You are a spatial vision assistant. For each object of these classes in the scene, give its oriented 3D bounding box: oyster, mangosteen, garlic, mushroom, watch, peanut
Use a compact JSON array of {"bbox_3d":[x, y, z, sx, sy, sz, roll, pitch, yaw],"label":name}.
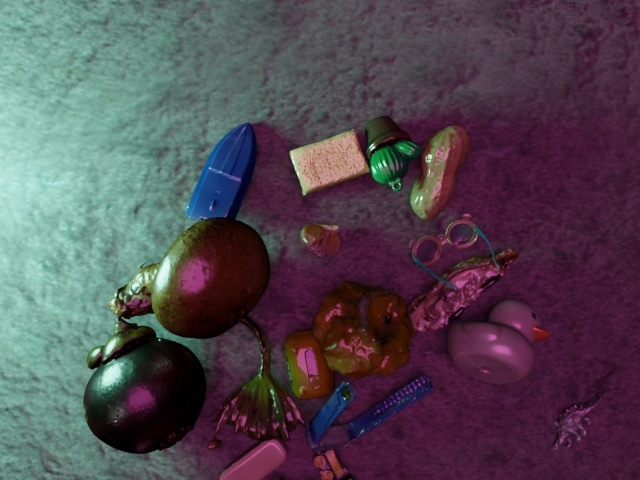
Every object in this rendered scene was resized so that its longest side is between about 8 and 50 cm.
[{"bbox_3d":[0.373,0.124,1.830,0.345,0.078,0.129,-36,113,0],"label":"oyster"},{"bbox_3d":[-0.448,0.353,1.733,0.307,0.307,0.347,-35,75,1],"label":"mangosteen"},{"bbox_3d":[-0.002,0.005,1.820,0.113,0.074,0.094,22,57,-7],"label":"garlic"},{"bbox_3d":[-0.296,0.086,1.729,0.331,0.356,0.334,4,107,-42],"label":"mushroom"},{"bbox_3d":[0.112,0.440,1.787,0.276,0.068,0.274,5,132,-35],"label":"watch"},{"bbox_3d":[0.301,-0.178,1.791,0.123,0.123,0.257,22,93,-1],"label":"peanut"}]

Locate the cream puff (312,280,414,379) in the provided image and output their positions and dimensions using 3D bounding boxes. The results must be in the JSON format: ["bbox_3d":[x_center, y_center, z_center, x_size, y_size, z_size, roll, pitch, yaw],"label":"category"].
[{"bbox_3d":[0.117,0.207,1.728,0.281,0.282,0.185,18,128,-1],"label":"cream puff"}]

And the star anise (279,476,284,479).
[{"bbox_3d":[-0.066,0.743,1.815,0.236,0.109,0.223,4,98,11],"label":"star anise"}]

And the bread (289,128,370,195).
[{"bbox_3d":[0.022,-0.205,1.813,0.188,0.068,0.125,-19,92,2],"label":"bread"}]

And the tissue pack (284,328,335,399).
[{"bbox_3d":[-0.027,0.323,1.807,0.123,0.127,0.178,-10,93,-2],"label":"tissue pack"}]

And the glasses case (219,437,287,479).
[{"bbox_3d":[-0.178,0.601,1.856,0.196,0.050,0.083,-36,90,1],"label":"glasses case"}]

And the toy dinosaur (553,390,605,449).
[{"bbox_3d":[0.688,0.475,1.855,0.082,0.039,0.209,44,91,0],"label":"toy dinosaur"}]

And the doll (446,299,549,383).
[{"bbox_3d":[0.455,0.246,1.789,0.251,0.221,0.221,0,93,28],"label":"doll"}]

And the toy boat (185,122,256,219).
[{"bbox_3d":[-0.240,-0.174,1.813,0.129,0.088,0.295,21,81,0],"label":"toy boat"}]

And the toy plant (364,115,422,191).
[{"bbox_3d":[0.186,-0.223,1.780,0.143,0.105,0.200,-26,73,11],"label":"toy plant"}]

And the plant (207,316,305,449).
[{"bbox_3d":[-0.156,0.363,1.775,0.251,0.180,0.333,4,94,6],"label":"plant"}]

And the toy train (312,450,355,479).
[{"bbox_3d":[0.050,0.638,1.855,0.081,0.060,0.202,-27,92,-6],"label":"toy train"}]

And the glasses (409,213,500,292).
[{"bbox_3d":[0.352,0.054,1.772,0.189,0.220,0.088,-26,131,0],"label":"glasses"}]
